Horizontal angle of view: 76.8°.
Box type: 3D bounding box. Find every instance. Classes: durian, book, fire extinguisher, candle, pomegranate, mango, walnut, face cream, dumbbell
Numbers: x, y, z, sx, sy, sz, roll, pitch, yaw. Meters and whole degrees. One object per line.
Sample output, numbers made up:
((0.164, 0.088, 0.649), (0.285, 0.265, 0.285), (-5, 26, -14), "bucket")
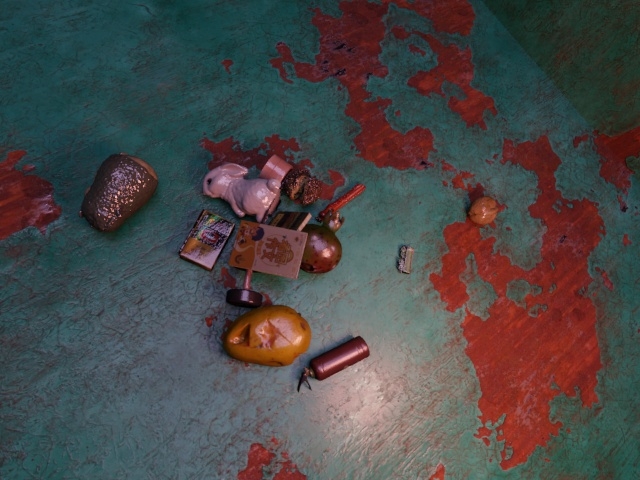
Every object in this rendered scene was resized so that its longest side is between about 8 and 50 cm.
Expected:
((-0.075, -0.264, 1.943), (0.196, 0.167, 0.196), (14, 56, -22), "durian")
((-0.219, 0.036, 1.693), (0.296, 0.020, 0.207), (11, 70, 5), "book")
((0.046, 0.541, 1.735), (0.344, 0.102, 0.138), (-22, 112, -19), "fire extinguisher")
((0.103, -0.194, 2.021), (0.329, 0.048, 0.051), (-38, 97, -23), "candle")
((-0.161, -0.068, 1.835), (0.160, 0.228, 0.024), (-56, 129, -23), "book")
((-0.018, -0.003, 1.826), (0.242, 0.242, 0.305), (10, 72, -10), "pomegranate")
((-0.220, 0.401, 1.680), (0.365, 0.182, 0.252), (-7, 76, -4), "mango")
((0.864, -0.158, 2.146), (0.167, 0.149, 0.166), (-4, 97, -39), "walnut")
((-0.214, -0.321, 1.930), (0.104, 0.149, 0.149), (34, 67, -1), "face cream")
((-0.315, 0.172, 1.736), (0.153, 0.152, 0.218), (10, 70, -10), "dumbbell")

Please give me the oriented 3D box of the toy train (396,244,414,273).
((0.421, 0.096, 2.003), (0.071, 0.038, 0.147), (17, 69, -7), "toy train")

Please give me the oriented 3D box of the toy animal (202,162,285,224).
((-0.356, -0.235, 1.844), (0.357, 0.194, 0.257), (30, 109, 2), "toy animal")

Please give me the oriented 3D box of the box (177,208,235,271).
((-0.502, -0.001, 1.794), (0.159, 0.071, 0.240), (23, 67, -2), "box")

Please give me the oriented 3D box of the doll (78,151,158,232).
((-0.859, -0.200, 1.703), (0.247, 0.247, 0.349), (26, 74, -4), "doll")
